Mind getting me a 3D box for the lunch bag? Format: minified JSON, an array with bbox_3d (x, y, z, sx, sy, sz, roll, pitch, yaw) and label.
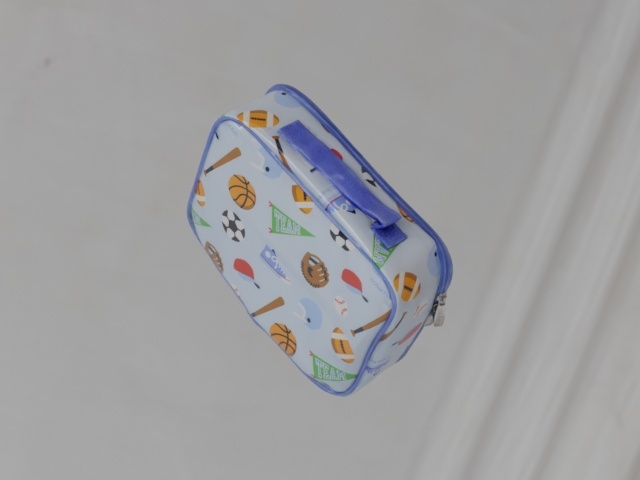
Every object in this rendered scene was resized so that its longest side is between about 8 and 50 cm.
[{"bbox_3d":[0.000,0.000,1.834,0.115,0.303,0.243,-31,-22,-36],"label":"lunch bag"}]
